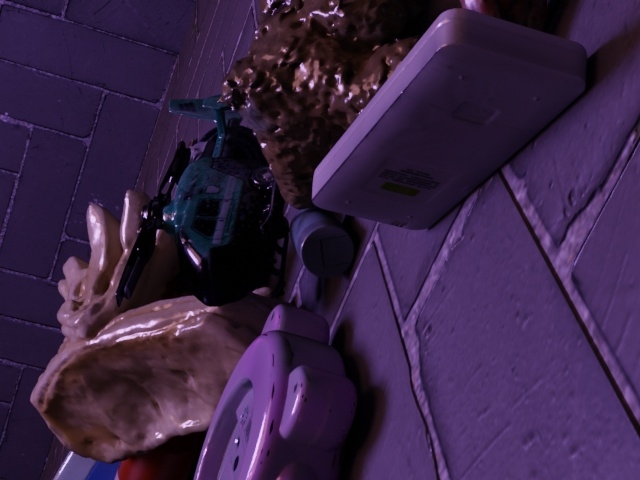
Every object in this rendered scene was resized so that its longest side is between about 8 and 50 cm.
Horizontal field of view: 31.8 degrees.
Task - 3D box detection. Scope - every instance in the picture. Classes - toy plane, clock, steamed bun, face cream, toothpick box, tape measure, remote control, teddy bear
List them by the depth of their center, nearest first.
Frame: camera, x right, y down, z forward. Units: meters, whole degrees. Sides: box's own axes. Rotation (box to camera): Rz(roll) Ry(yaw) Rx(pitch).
[{"bbox_3d":[0.078,-0.072,0.772,0.250,0.103,0.034,131,149,-61],"label":"remote control"},{"bbox_3d":[-0.046,0.197,0.985,0.227,0.090,0.248,-117,46,-68],"label":"clock"},{"bbox_3d":[0.004,-0.188,1.045,0.267,0.156,0.256,-42,30,55],"label":"teddy bear"},{"bbox_3d":[0.000,0.000,1.080,0.083,0.052,0.052,-121,48,-71],"label":"toothpick box"},{"bbox_3d":[-0.111,-0.051,1.186,0.381,0.155,0.106,-85,-6,-48],"label":"toy plane"},{"bbox_3d":[-0.206,0.096,1.297,0.428,0.247,0.189,-35,27,46],"label":"steamed bun"},{"bbox_3d":[-0.231,0.336,1.503,0.096,0.096,0.214,-103,32,-61],"label":"face cream"},{"bbox_3d":[-0.281,0.276,1.651,0.351,0.098,0.215,-62,-3,-4],"label":"tape measure"}]

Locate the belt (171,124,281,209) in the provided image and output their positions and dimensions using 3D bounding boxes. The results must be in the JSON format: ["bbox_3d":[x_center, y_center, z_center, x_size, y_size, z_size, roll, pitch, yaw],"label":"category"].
[{"bbox_3d":[-0.132,-0.025,1.417,0.126,0.140,0.230,146,135,-66],"label":"belt"}]

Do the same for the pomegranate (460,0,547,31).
[{"bbox_3d":[0.108,-0.206,0.751,0.138,0.125,0.163,-10,65,60],"label":"pomegranate"}]
